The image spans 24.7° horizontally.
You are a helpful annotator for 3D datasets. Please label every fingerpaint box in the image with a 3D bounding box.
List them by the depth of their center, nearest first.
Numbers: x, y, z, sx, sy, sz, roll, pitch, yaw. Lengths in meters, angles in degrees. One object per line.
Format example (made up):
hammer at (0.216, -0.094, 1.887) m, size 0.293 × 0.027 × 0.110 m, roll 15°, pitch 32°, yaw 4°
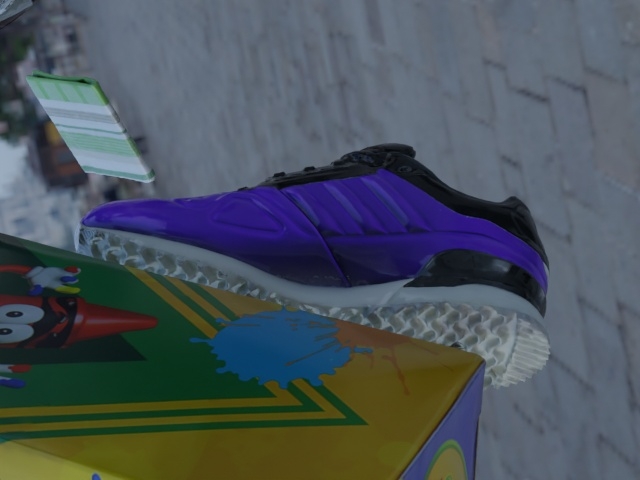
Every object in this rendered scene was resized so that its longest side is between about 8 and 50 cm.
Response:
fingerpaint box at (-0.123, 0.239, 0.752) m, size 0.163 × 0.371 × 0.445 m, roll -43°, pitch -40°, yaw -53°

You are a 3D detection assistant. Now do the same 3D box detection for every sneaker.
sneaker at (0.000, 0.001, 0.915) m, size 0.102 × 0.293 × 0.146 m, roll 95°, pitch -175°, yaw -52°

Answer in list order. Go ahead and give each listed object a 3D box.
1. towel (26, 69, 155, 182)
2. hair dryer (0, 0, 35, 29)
towel at (-0.255, -0.130, 1.646) m, size 0.113 × 0.023 × 0.152 m, roll 10°, pitch 143°, yaw 34°
hair dryer at (-0.264, -0.146, 0.911) m, size 0.080 × 0.223 × 0.293 m, roll 62°, pitch 160°, yaw -9°
